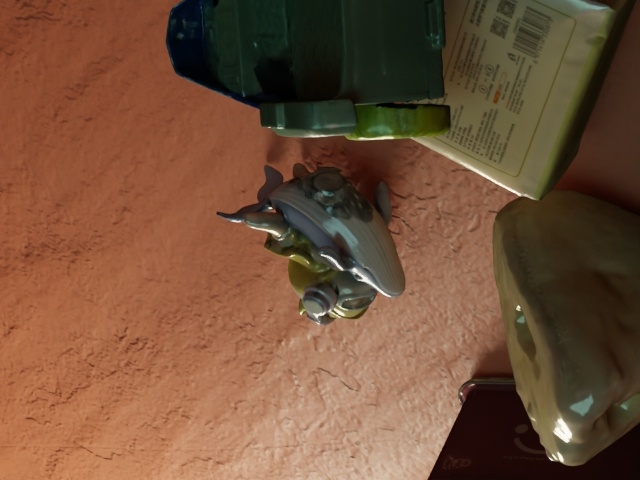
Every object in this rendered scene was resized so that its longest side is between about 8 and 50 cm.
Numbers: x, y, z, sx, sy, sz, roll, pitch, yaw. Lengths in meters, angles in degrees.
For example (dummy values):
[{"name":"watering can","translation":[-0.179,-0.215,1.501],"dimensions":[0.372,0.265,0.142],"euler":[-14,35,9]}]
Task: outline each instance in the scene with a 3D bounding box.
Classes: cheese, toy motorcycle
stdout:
[{"name":"cheese","translation":[0.277,0.058,1.552],"dimensions":[0.248,0.251,0.173],"euler":[58,162,30]},{"name":"toy motorcycle","translation":[-0.021,-0.183,1.417],"dimensions":[0.326,0.200,0.191],"euler":[-169,74,-68]}]

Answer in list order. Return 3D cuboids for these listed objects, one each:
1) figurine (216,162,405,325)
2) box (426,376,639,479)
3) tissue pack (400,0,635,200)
[{"name":"figurine","translation":[0.000,0.000,1.691],"dimensions":[0.208,0.128,0.184],"euler":[31,140,18]},{"name":"box","translation":[0.265,0.270,1.721],"dimensions":[0.294,0.167,0.193],"euler":[-1,127,34]},{"name":"tissue pack","translation":[0.177,-0.176,1.418],"dimensions":[0.159,0.125,0.234],"euler":[27,137,13]}]
